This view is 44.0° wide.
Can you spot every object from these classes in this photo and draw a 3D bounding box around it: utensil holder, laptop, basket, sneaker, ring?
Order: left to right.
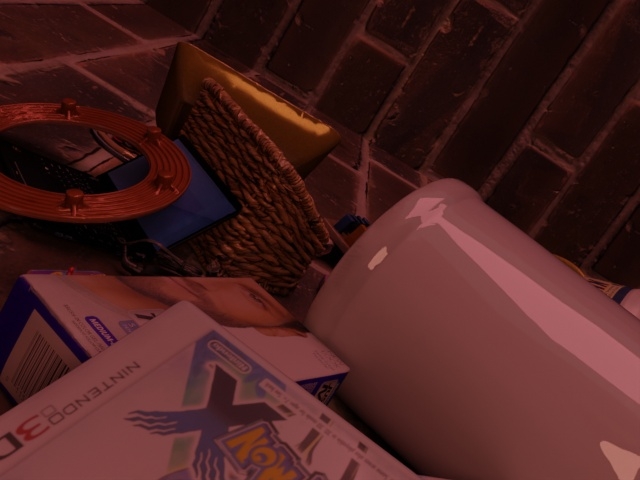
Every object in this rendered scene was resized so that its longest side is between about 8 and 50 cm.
[{"bbox_3d":[-0.345,-0.124,1.093,0.337,0.032,0.336,12,29,-7],"label":"ring"},{"bbox_3d":[-0.285,-0.091,1.111,0.264,0.136,0.234,24,17,-45],"label":"laptop"},{"bbox_3d":[-0.102,-0.084,1.282,0.213,0.223,0.299,17,21,-42],"label":"basket"},{"bbox_3d":[0.000,0.000,1.537,0.070,0.051,0.134,51,14,14],"label":"sneaker"},{"bbox_3d":[0.217,0.164,0.971,0.385,0.327,0.327,41,19,25],"label":"utensil holder"}]

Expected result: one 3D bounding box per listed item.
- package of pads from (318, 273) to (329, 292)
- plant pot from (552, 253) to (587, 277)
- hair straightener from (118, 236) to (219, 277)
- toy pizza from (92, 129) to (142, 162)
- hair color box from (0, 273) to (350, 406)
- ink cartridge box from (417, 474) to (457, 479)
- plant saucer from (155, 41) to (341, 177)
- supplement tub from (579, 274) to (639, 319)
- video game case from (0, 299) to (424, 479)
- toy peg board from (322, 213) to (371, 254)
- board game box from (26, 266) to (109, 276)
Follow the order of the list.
[{"bbox_3d":[0.022,0.092,1.333,0.050,0.032,0.083,28,17,-8],"label":"package of pads"},{"bbox_3d":[0.411,0.177,1.469,0.254,0.254,0.239,45,5,37],"label":"plant pot"},{"bbox_3d":[-0.157,0.050,1.023,0.230,0.089,0.047,32,32,-4],"label":"hair straightener"},{"bbox_3d":[-0.326,-0.177,1.471,0.201,0.032,0.201,30,17,-10],"label":"toy pizza"},{"bbox_3d":[-0.139,0.127,0.812,0.185,0.110,0.339,40,16,27],"label":"hair color box"},{"bbox_3d":[0.094,0.314,0.653,0.306,0.131,0.226,21,20,-35],"label":"ink cartridge box"},{"bbox_3d":[-0.164,-0.194,1.510,0.333,0.081,0.333,30,-22,-10],"label":"plant saucer"},{"bbox_3d":[0.330,0.155,1.227,0.325,0.235,0.235,15,5,33],"label":"supplement tub"},{"bbox_3d":[-0.087,0.201,0.511,0.329,0.036,0.300,33,45,25],"label":"video game case"},{"bbox_3d":[0.099,0.003,1.554,0.160,0.079,0.161,52,14,14],"label":"toy peg board"},{"bbox_3d":[-0.254,0.062,0.914,0.133,0.033,0.169,42,18,28],"label":"board game box"}]
